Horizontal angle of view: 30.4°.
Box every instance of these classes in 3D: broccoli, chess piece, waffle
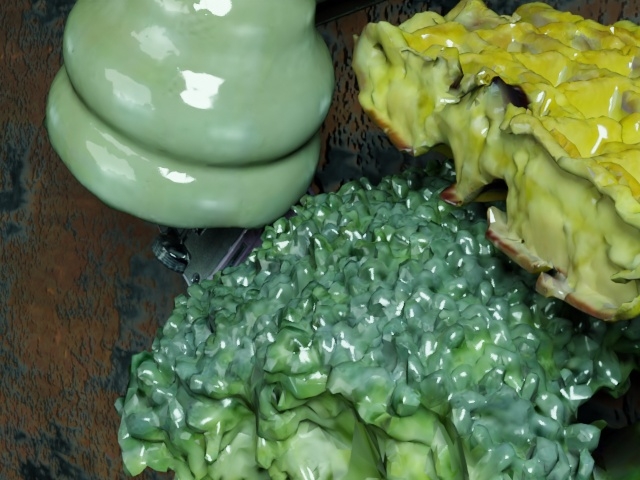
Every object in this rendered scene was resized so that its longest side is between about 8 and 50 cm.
[{"bbox_3d":[0.057,0.091,0.623,0.317,0.277,0.338,49,134,15],"label":"broccoli"},{"bbox_3d":[-0.049,-0.184,0.667,0.182,0.182,0.330,53,139,36],"label":"chess piece"},{"bbox_3d":[0.138,-0.045,0.521,0.283,0.309,0.065,15,114,17],"label":"waffle"}]

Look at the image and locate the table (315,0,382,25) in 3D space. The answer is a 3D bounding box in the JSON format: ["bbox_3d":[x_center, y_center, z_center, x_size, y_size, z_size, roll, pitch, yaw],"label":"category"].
[{"bbox_3d":[0.007,-0.231,0.802,0.240,0.111,0.122,-10,81,48],"label":"table"}]

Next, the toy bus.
[{"bbox_3d":[-0.073,-0.046,0.864,0.096,0.108,0.199,-53,44,22],"label":"toy bus"}]
